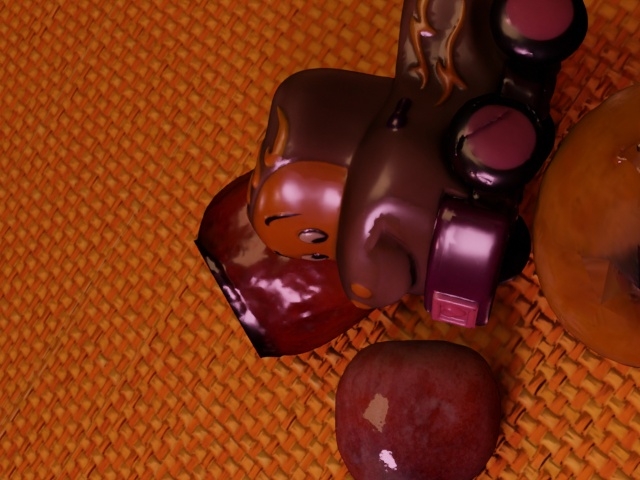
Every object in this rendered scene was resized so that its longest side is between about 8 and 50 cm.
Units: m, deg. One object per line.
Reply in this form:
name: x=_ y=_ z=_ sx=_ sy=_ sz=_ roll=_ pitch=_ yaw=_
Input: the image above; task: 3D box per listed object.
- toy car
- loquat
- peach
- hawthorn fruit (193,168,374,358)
toy car: x=0.084 y=-0.101 z=1.420 sx=0.240 sy=0.271 sz=0.340 roll=15 pitch=70 yaw=7
loquat: x=0.278 y=-0.011 z=1.293 sx=0.235 sy=0.235 sz=0.235 roll=-18 pitch=62 yaw=36
peach: x=0.081 y=0.168 z=1.467 sx=0.152 sy=0.152 sz=0.152 roll=-18 pitch=62 yaw=36
hawthorn fruit: x=0.000 y=0.000 z=1.570 sx=0.251 sy=0.189 sz=0.189 roll=-28 pitch=56 yaw=23
